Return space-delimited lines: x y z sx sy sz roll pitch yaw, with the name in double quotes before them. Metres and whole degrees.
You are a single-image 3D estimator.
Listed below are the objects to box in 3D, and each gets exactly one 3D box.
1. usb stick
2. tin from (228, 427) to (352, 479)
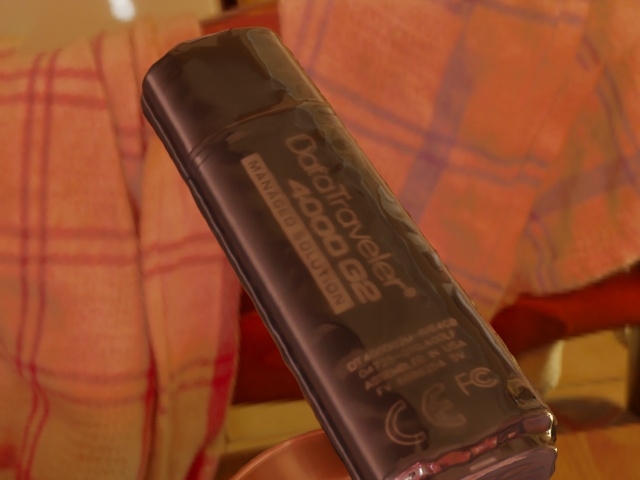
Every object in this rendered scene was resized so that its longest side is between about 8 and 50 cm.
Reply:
"usb stick" 0.000 0.000 0.529 0.077 0.045 0.278 -21 47 -14
"tin" -0.019 0.162 0.539 0.106 0.190 0.040 20 18 -39
